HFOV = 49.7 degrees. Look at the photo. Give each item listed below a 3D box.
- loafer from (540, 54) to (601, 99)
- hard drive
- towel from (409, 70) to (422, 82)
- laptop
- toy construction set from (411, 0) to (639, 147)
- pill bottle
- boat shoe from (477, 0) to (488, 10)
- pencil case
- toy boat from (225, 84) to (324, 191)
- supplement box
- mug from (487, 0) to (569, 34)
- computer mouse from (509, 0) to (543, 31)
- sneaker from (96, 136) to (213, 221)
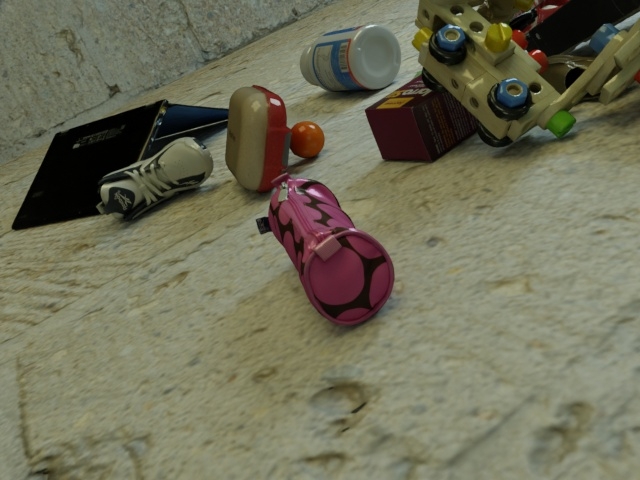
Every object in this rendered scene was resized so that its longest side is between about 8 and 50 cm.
[{"bbox_3d":[0.317,-0.206,0.879,0.050,0.056,0.148,-31,23,-33],"label":"loafer"},{"bbox_3d":[0.426,-0.354,0.914,0.237,0.064,0.339,-37,4,-3],"label":"hard drive"},{"bbox_3d":[0.229,-0.295,1.216,0.152,0.023,0.113,-12,23,31],"label":"towel"},{"bbox_3d":[-0.418,-0.165,1.561,0.382,0.236,0.408,-7,56,36],"label":"laptop"},{"bbox_3d":[0.241,-0.238,0.830,0.215,0.151,0.327,-34,54,-16],"label":"toy construction set"},{"bbox_3d":[0.052,-0.365,1.403,0.124,0.124,0.221,-34,25,-22],"label":"pill bottle"},{"bbox_3d":[0.400,-0.487,1.429,0.178,0.064,0.060,-29,-10,-7],"label":"boat shoe"},{"bbox_3d":[0.000,0.000,0.682,0.095,0.098,0.209,-26,23,-6],"label":"pencil case"},{"bbox_3d":[-0.067,-0.164,1.098,0.151,0.151,0.231,3,17,-17],"label":"toy boat"},{"bbox_3d":[0.169,-0.187,0.950,0.188,0.081,0.104,-35,25,-25],"label":"supplement box"},{"bbox_3d":[0.377,-0.444,1.282,0.150,0.113,0.169,-13,28,28],"label":"mug"},{"bbox_3d":[0.348,-0.359,1.002,0.242,0.041,0.071,-43,-14,14],"label":"computer mouse"},{"bbox_3d":[-0.299,-0.093,1.187,0.235,0.094,0.153,-6,30,37],"label":"sneaker"}]
